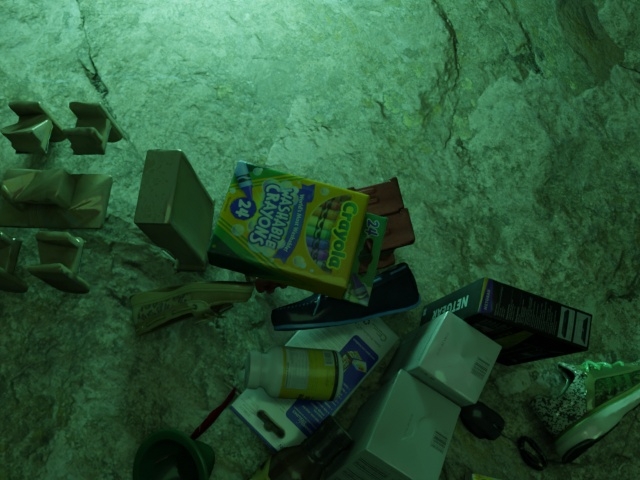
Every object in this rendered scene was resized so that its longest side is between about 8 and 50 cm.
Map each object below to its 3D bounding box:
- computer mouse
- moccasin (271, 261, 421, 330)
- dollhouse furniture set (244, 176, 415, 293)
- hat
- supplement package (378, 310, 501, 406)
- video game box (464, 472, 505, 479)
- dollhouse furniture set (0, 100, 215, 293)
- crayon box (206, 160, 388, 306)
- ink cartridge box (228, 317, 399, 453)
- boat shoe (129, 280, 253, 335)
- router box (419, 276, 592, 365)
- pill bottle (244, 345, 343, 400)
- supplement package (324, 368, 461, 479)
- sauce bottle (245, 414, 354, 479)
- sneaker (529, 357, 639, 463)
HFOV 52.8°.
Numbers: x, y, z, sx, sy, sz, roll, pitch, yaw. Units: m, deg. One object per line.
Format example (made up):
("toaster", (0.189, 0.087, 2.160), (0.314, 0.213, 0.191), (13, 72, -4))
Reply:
("computer mouse", (0.417, 0.438, 1.451), (0.242, 0.041, 0.071), (34, 65, -3))
("moccasin", (0.047, 0.115, 1.357), (0.342, 0.138, 0.116), (-8, 87, -32))
("dollhouse furniture set", (0.000, 0.000, 1.412), (0.374, 0.201, 0.152), (-13, 75, -13))
("hat", (-0.238, 0.432, 1.278), (0.208, 0.183, 0.173), (-45, 72, 18))
("supplement package", (0.243, 0.263, 1.353), (0.134, 0.244, 0.139), (34, 66, -1))
("video game box", (0.399, 0.614, 1.380), (0.205, 0.048, 0.187), (16, 69, -10))
("dollhouse furniture set", (-0.448, -0.064, 1.331), (0.394, 0.256, 0.362), (2, 69, 7))
("crayon box", (-0.035, -0.015, 1.261), (0.323, 0.083, 0.203), (15, 67, 0))
("ink cartridge box", (-0.010, 0.280, 1.375), (0.176, 0.069, 0.371), (44, 63, 2))
("boat shoe", (-0.254, 0.133, 1.285), (0.104, 0.285, 0.089), (9, 72, -60))
("router box", (0.381, 0.184, 1.385), (0.243, 0.309, 0.081), (19, 70, -9))
("pill bottle", (-0.054, 0.263, 1.280), (0.184, 0.103, 0.103), (7, 69, -13))
("supplement package", (0.142, 0.404, 1.269), (0.149, 0.203, 0.194), (33, 48, 1))
("sauce bottle", (-0.083, 0.473, 1.216), (0.344, 0.111, 0.111), (-41, 85, -8))
("sneaker", (0.653, 0.332, 1.511), (0.410, 0.158, 0.182), (-28, 63, -27))
